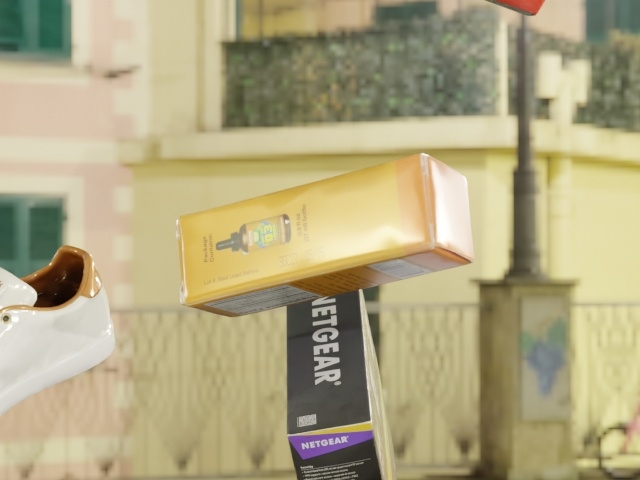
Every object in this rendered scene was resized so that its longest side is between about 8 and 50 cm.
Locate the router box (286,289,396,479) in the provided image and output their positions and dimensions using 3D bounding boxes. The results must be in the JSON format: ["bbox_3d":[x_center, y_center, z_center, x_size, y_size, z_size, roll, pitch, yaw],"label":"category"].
[{"bbox_3d":[0.025,0.200,1.559,0.081,0.243,0.309,-10,26,3],"label":"router box"}]

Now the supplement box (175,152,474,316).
[{"bbox_3d":[0.000,0.000,1.246,0.233,0.078,0.080,-12,-17,27],"label":"supplement box"}]

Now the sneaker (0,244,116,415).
[{"bbox_3d":[-0.300,0.090,1.312,0.106,0.123,0.290,22,40,35],"label":"sneaker"}]

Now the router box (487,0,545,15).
[{"bbox_3d":[0.088,-0.332,0.865,0.082,0.301,0.335,14,27,-31],"label":"router box"}]
